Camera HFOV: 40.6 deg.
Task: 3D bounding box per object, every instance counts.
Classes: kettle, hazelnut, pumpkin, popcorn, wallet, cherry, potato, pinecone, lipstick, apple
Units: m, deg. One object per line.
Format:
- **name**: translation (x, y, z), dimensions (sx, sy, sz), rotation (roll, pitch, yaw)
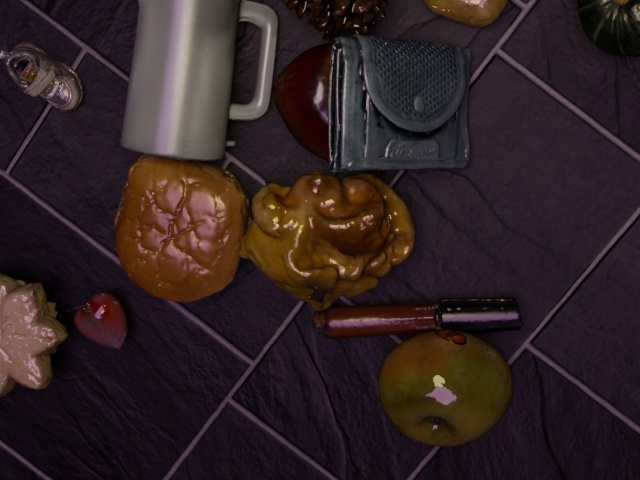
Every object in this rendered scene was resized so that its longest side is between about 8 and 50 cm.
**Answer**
- **kettle**: translation (-0.238, -0.318, 1.662), dimensions (0.265, 0.205, 0.318), rotation (9, 99, 9)
- **hazelnut**: translation (0.024, -0.251, 1.639), dimensions (0.229, 0.229, 0.229), rotation (1, 100, 8)
- **pumpkin**: translation (0.564, -0.435, 1.547), dimensions (0.211, 0.152, 0.211), rotation (1, 92, 40)
- **popcorn**: translation (0.000, 0.000, 1.647), dimensions (0.297, 0.281, 0.316), rotation (32, 133, -33)
- **wallet**: translation (0.160, -0.245, 1.568), dimensions (0.075, 0.342, 0.237), rotation (10, 102, 49)
- **cherry**: translation (-0.467, 0.169, 1.842), dimensions (0.106, 0.087, 0.126), rotation (-16, 116, 4)
- **potato**: translation (0.265, -0.464, 1.624), dimensions (0.170, 0.080, 0.107), rotation (26, 116, 1)
- **pinecone**: translation (0.017, -0.496, 1.577), dimensions (0.224, 0.224, 0.272), rotation (-40, 104, 13)
- **lipstick**: translation (0.192, 0.158, 1.749), dimensions (0.418, 0.077, 0.077), rotation (-4, 100, 10)
- **apple**: translation (0.243, 0.292, 1.687), dimensions (0.261, 0.194, 0.261), rotation (8, 138, 7)

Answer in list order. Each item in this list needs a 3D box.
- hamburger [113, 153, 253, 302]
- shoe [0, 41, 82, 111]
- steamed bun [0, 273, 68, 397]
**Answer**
- **hamburger**: translation (-0.288, -0.024, 1.745), dimensions (0.318, 0.158, 0.318), rotation (2, 99, 10)
- **shoe**: translation (-0.570, -0.335, 1.759), dimensions (0.180, 0.092, 0.089), rotation (40, 103, 0)
- **steamed bun**: translation (-0.674, 0.197, 1.854), dimensions (0.292, 0.137, 0.295), rotation (38, 97, 1)
